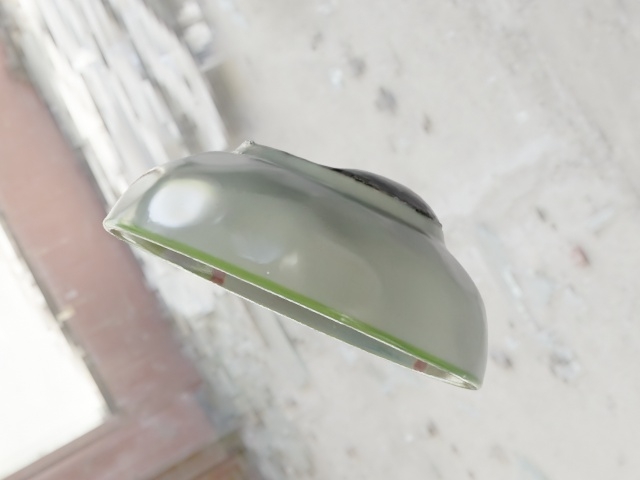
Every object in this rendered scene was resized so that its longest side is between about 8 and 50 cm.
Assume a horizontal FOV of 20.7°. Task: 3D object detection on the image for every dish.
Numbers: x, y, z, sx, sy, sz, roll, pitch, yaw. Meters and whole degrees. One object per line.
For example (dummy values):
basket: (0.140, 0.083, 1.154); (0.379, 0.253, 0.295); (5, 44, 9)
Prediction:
dish: (0.000, 0.000, 1.386); (0.324, 0.124, 0.324); (24, 175, 2)
